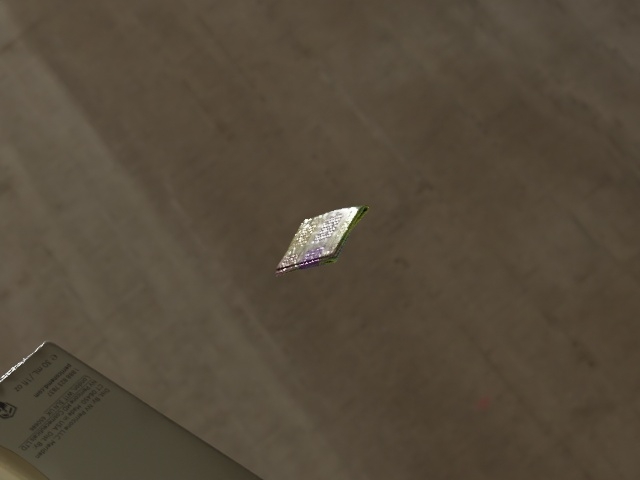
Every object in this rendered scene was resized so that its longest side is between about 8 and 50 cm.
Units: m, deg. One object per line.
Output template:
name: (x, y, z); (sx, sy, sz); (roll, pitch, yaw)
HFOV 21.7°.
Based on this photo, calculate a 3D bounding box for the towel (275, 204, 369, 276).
towel: (0.000, 0.000, 1.299); (0.009, 0.060, 0.083); (44, 147, -21)

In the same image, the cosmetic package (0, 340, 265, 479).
cosmetic package: (-0.094, 0.219, 1.046); (0.309, 0.160, 0.113); (31, -142, 12)
